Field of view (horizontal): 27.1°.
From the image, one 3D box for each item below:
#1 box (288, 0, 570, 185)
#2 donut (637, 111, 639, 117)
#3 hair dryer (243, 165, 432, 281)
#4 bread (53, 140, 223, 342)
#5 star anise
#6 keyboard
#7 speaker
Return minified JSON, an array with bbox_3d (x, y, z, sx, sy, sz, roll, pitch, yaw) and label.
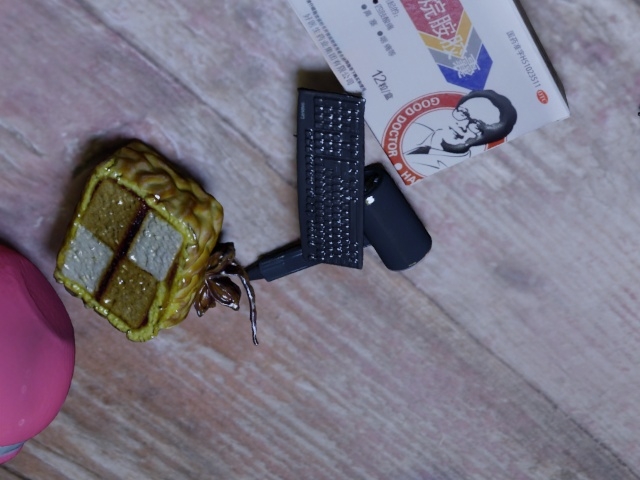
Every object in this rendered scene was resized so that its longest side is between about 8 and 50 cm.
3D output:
[{"bbox_3d":[0.112,-0.238,1.481,0.214,0.069,0.353,-23,127,17],"label":"box"},{"bbox_3d":[0.448,-0.114,1.542,0.126,0.144,0.186,-21,102,-9],"label":"donut"},{"bbox_3d":[0.000,0.000,1.677,0.255,0.070,0.128,-19,126,20],"label":"hair dryer"},{"bbox_3d":[-0.219,0.004,1.626,0.181,0.096,0.222,33,125,7],"label":"bread"},{"bbox_3d":[-0.125,0.059,1.700,0.097,0.070,0.190,-6,113,29],"label":"star anise"},{"bbox_3d":[0.011,-0.069,1.574,0.087,0.017,0.250,9,130,12],"label":"keyboard"},{"bbox_3d":[-0.455,0.147,1.656,0.294,0.294,0.294,0,129,0],"label":"speaker"}]
